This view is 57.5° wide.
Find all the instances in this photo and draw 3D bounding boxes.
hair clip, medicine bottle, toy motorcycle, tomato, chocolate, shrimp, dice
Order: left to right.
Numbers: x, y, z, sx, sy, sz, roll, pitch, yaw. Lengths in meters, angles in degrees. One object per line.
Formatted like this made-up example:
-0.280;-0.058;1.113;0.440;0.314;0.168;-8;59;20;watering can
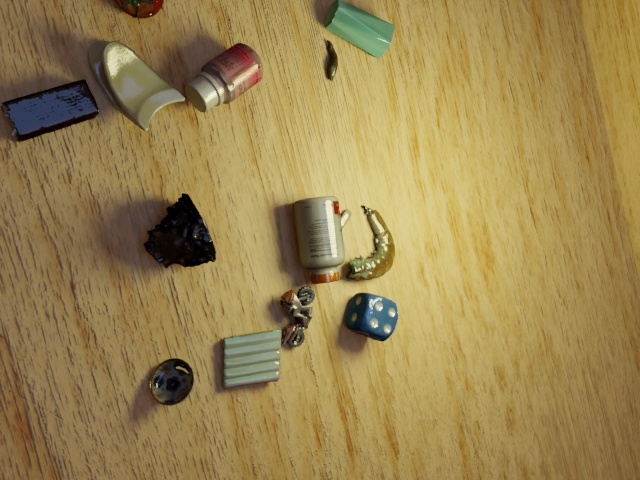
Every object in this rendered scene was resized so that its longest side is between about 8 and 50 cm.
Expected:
-0.571;-0.479;1.744;0.172;0.113;0.282;-48;114;-22;hair clip
-0.542;-0.765;1.753;0.167;0.167;0.167;2;85;-29;tomato
-0.431;-0.002;1.736;0.177;0.206;0.224;-28;105;-17;chocolate
-0.308;-0.516;1.864;0.247;0.147;0.147;-42;106;-24;medicine bottle
-0.091;0.253;1.968;0.118;0.084;0.213;12;93;-29;toy motorcycle
0.000;0.000;1.989;0.156;0.157;0.289;-7;90;-29;medicine bottle
0.181;0.269;2.078;0.146;0.143;0.146;27;75;-25;dice
0.201;0.029;2.150;0.185;0.068;0.287;25;73;-27;shrimp

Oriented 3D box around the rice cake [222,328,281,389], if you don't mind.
-0.222;0.385;1.899;0.198;0.037;0.190;3;86;-24;rice cake

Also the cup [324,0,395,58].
0.135;-0.776;2.140;0.235;0.134;0.148;17;76;-23;cup

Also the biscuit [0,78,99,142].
-0.762;-0.366;1.644;0.252;0.070;0.106;-28;99;-28;biscuit

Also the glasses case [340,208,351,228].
0.085;-0.076;2.118;0.032;0.021;0.083;41;69;-19;glasses case

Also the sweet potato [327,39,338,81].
0.044;-0.654;2.128;0.041;0.038;0.153;3;83;-52;sweet potato

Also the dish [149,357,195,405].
-0.438;0.435;1.769;0.141;0.078;0.141;-3;65;7;dish
